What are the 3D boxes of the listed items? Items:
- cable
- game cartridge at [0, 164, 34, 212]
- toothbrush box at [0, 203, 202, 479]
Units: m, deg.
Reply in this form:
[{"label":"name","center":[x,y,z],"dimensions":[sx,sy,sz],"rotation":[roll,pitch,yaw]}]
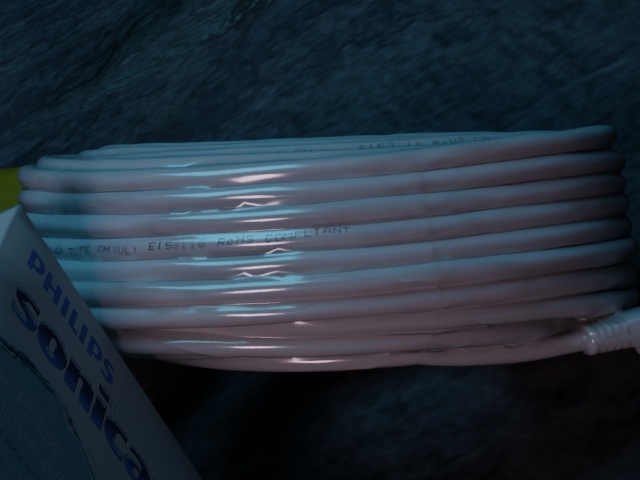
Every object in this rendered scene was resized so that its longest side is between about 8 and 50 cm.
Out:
[{"label":"cable","center":[0.000,0.000,0.811],"dimensions":[0.257,0.089,0.257],"rotation":[-3,3,-29]},{"label":"game cartridge","center":[-0.187,0.022,1.046],"dimensions":[0.324,0.052,0.285],"rotation":[-4,19,45]},{"label":"toothbrush box","center":[-0.123,0.164,0.632],"dimensions":[0.126,0.216,0.295],"rotation":[-20,29,20]}]
